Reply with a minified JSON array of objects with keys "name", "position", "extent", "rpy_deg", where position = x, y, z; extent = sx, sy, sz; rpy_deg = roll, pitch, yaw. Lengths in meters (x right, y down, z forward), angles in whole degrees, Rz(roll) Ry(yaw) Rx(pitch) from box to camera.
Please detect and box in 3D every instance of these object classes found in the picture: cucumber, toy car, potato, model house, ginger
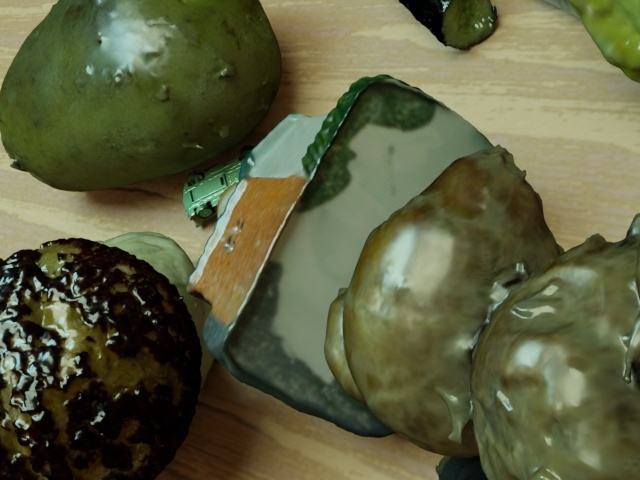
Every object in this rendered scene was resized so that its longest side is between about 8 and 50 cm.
[{"name":"cucumber","position":[0.090,-0.320,0.966],"extent":[0.072,0.081,0.303],"rpy_deg":[-59,43,30]},{"name":"toy car","position":[-0.101,-0.064,0.968],"extent":[0.122,0.035,0.059],"rpy_deg":[-25,53,9]},{"name":"potato","position":[-0.223,-0.196,1.003],"extent":[0.359,0.219,0.269],"rpy_deg":[-15,64,28]},{"name":"model house","position":[0.000,0.000,0.806],"extent":[0.271,0.190,0.301],"rpy_deg":[-63,25,-4]},{"name":"ginger","position":[0.135,0.061,0.521],"extent":[0.375,0.176,0.256],"rpy_deg":[7,97,52]}]

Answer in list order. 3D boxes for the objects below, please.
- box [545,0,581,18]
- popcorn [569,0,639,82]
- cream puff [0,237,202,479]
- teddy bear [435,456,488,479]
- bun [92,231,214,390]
[{"name":"box","position":[0.247,-0.306,0.871],"extent":[0.129,0.033,0.247],"rpy_deg":[-44,45,1]},{"name":"popcorn","position":[0.310,-0.257,0.614],"extent":[0.334,0.292,0.293],"rpy_deg":[22,96,29]},{"name":"cream puff","position":[-0.215,0.105,0.699],"extent":[0.239,0.165,0.239],"rpy_deg":[-1,58,1]},{"name":"teddy bear","position":[0.133,0.209,0.595],"extent":[0.182,0.129,0.251],"rpy_deg":[24,79,37]},{"name":"bun","position":[-0.231,0.100,0.885],"extent":[0.244,0.153,0.243],"rpy_deg":[-20,51,26]}]
